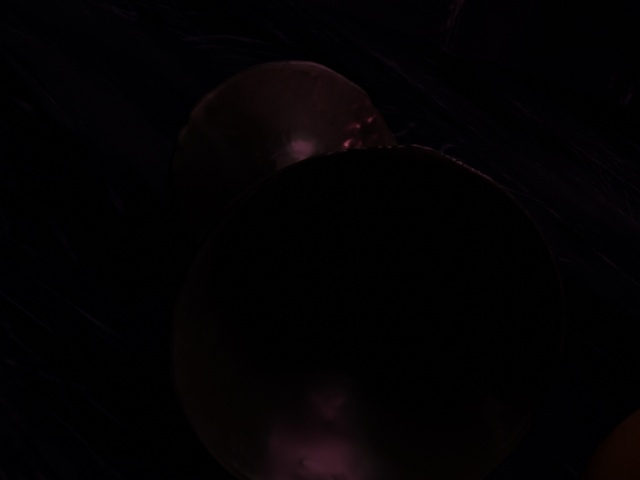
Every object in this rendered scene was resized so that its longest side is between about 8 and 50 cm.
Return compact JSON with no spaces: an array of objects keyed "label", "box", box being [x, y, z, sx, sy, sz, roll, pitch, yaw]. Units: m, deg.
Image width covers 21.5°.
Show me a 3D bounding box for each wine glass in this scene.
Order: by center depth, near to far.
[{"label":"wine glass","box":[0.000,0.000,1.275,0.267,0.267,0.406,23,14,-17]}]

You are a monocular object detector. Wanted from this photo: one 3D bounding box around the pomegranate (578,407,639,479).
[{"label":"pomegranate","box":[0.289,0.206,1.026,0.307,0.307,0.307,25,17,-8]}]
